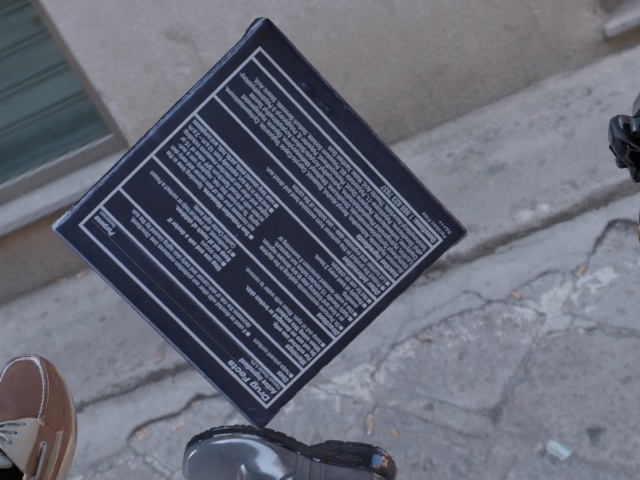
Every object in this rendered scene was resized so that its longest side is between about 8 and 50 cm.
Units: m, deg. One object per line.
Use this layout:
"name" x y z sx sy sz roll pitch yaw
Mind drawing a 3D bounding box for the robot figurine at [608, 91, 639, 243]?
"robot figurine" 0.292 -0.033 0.462 0.211 0.291 0.085 10 63 24

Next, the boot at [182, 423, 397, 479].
"boot" -0.071 0.376 1.001 0.338 0.118 0.223 -4 40 23

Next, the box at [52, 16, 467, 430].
"box" -0.062 -0.020 0.804 0.294 0.296 0.183 -44 7 2

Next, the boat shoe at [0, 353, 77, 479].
"boat shoe" -0.387 0.277 0.930 0.123 0.116 0.324 -16 51 4
